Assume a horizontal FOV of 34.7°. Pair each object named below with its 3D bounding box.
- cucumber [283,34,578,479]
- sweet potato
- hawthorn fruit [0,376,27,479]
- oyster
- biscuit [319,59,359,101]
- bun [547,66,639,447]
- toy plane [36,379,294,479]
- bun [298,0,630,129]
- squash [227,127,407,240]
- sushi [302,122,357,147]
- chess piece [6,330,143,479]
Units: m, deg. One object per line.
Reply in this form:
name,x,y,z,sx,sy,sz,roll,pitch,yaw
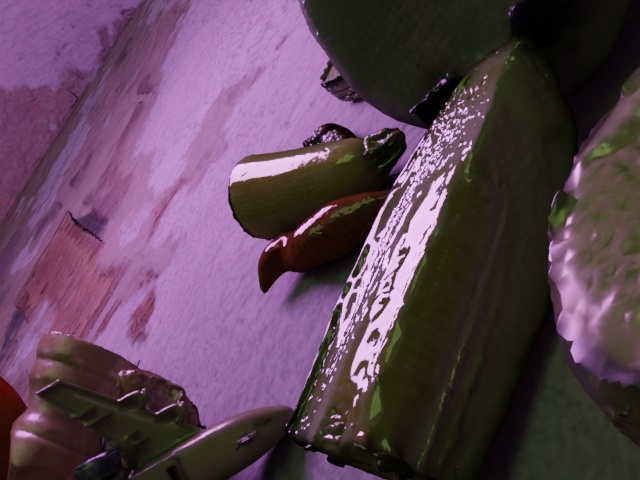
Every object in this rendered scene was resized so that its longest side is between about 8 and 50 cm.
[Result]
cucumber,0.095,0.020,0.714,0.145,0.105,0.325,-20,45,63
sweet potato,0.000,-0.002,0.976,0.202,0.058,0.055,-28,58,46
hawthorn fruit,-0.553,0.273,1.381,0.308,0.324,0.308,-15,45,16
oyster,-0.174,0.241,0.980,0.162,0.107,0.232,12,88,54
biscuit,0.099,-0.232,1.078,0.250,0.046,0.147,-8,52,60
bun,0.228,0.005,0.423,0.259,0.152,0.259,-31,33,23
toy plane,-0.137,0.207,0.864,0.256,0.241,0.104,-29,-8,2
bun,0.126,-0.238,0.831,0.293,0.293,0.187,-32,0,44
squash,0.006,-0.068,1.010,0.224,0.094,0.094,-18,45,48
sushi,0.017,-0.099,1.097,0.046,0.044,0.083,-37,25,-8
chess piece,-0.316,0.262,1.175,0.137,0.137,0.300,-11,55,58
